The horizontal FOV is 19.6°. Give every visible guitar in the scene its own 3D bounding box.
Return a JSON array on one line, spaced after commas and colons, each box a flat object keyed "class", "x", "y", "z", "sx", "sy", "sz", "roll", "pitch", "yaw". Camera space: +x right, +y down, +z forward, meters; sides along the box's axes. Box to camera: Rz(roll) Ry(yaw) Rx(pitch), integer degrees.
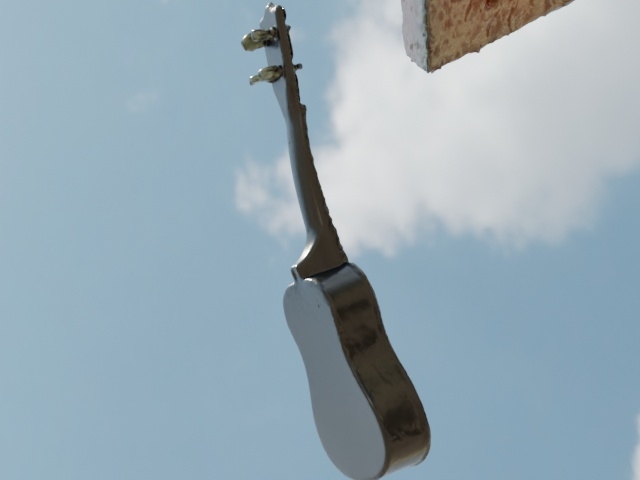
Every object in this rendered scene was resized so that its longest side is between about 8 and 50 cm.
[{"class": "guitar", "x": -0.002, "y": 0.000, "z": 1.025, "sx": 0.038, "sy": 0.084, "sz": 0.271, "roll": -15, "pitch": -92, "yaw": -28}]

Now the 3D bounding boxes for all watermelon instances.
[{"class": "watermelon", "x": 0.121, "y": -0.233, "z": 1.441, "sx": 0.140, "sy": 0.256, "sz": 0.193, "roll": 7, "pitch": -48, "yaw": 39}]
